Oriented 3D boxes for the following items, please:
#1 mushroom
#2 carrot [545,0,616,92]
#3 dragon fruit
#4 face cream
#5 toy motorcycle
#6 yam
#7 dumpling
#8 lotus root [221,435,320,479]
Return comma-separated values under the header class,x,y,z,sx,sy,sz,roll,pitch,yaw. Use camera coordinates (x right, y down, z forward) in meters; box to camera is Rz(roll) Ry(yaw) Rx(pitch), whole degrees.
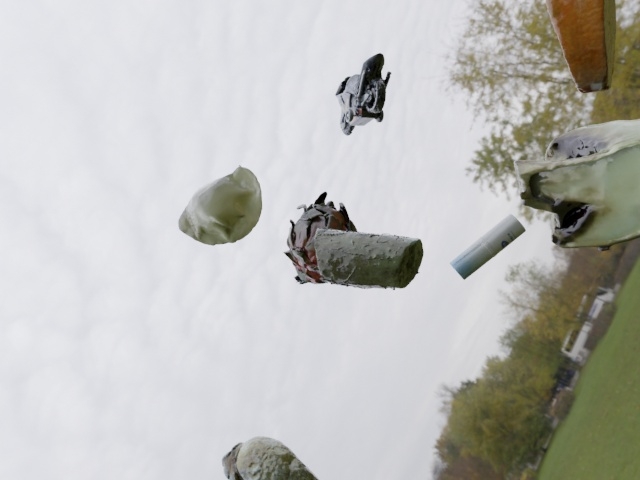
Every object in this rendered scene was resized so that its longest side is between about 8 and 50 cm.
class,x,y,z,sx,sy,sz,roll,pitch,yaw
mushroom,0.574,-0.113,1.052,0.217,0.292,0.212,61,-152,-23
carrot,0.446,-0.399,0.863,0.258,0.100,0.307,15,-106,-51
dragon fruit,0.002,0.007,1.177,0.182,0.182,0.188,-51,-30,-24
face cream,0.539,0.022,1.636,0.250,0.077,0.077,-41,-27,10
toy motorcycle,0.116,-0.425,1.497,0.108,0.307,0.173,-2,-95,-19
yam,0.077,0.032,0.862,0.107,0.183,0.107,3,-90,-69
dumpling,-0.245,-0.071,1.262,0.216,0.166,0.126,-33,-7,-18
lotus root,-0.094,0.640,1.319,0.175,0.350,0.175,-49,-20,-25
